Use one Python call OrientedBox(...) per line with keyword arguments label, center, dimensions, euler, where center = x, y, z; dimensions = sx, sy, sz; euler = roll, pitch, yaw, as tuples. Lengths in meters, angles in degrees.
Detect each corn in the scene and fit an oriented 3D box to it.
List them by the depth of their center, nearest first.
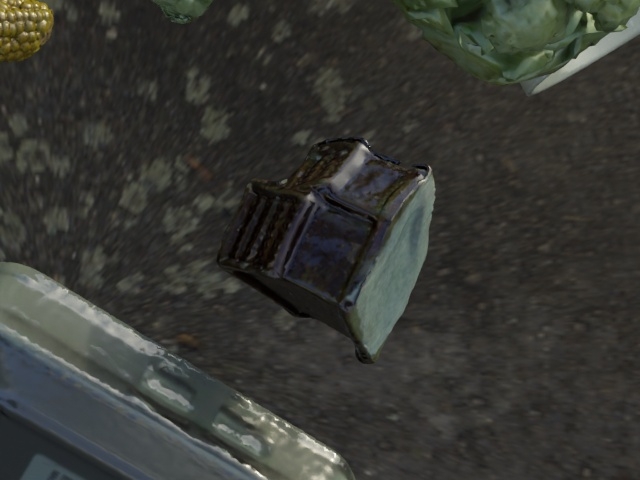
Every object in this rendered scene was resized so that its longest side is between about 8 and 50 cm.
OrientedBox(label="corn", center=(-0.418, -0.227, 1.805), dimensions=(0.261, 0.097, 0.097), euler=(-7, 87, -24))

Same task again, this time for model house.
OrientedBox(label="model house", center=(0.003, -0.006, 1.366), dimensions=(0.152, 0.106, 0.165), euler=(25, 88, 20))

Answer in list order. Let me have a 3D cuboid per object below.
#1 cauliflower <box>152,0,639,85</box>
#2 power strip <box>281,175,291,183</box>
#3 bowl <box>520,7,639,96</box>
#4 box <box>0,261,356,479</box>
OrientedBox(label="cauliflower", center=(0.071, -0.163, 0.638), dimensions=(0.275, 0.250, 0.272), euler=(26, 70, 28))
OrientedBox(label="power strip", center=(0.007, -0.001, 2.012), dimensions=(0.081, 0.035, 0.192), euler=(-23, 114, -11))
OrientedBox(label="bowl", center=(0.260, -0.257, 1.476), dimensions=(0.277, 0.277, 0.145), euler=(-34, 88, -10))
OrientedBox(label="box", center=(-0.206, 0.242, 1.519), dimensions=(0.396, 0.396, 0.111), euler=(31, 44, -4))
